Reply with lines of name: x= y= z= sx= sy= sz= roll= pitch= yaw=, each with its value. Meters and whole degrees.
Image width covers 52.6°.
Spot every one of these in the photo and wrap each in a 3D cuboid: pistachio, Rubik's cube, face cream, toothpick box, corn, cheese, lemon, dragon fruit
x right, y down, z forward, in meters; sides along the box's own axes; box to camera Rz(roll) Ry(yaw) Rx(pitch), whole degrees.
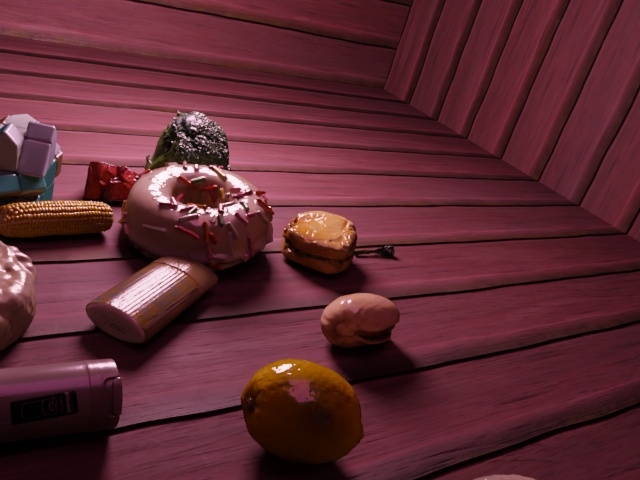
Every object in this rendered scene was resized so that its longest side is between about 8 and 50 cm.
pistachio: x=0.088 y=0.168 z=1.424 sx=0.200 sy=0.117 sz=0.145 roll=-8 pitch=30 yaw=-44
Rubik's cube: x=-0.724 y=-0.183 z=1.491 sx=0.224 sy=0.213 sz=0.265 roll=15 pitch=28 yaw=-9
face cream: x=-0.335 y=0.108 z=1.328 sx=0.139 sy=0.067 sz=0.285 roll=25 pitch=27 yaw=11
toothpick box: x=-0.401 y=0.240 z=0.974 sx=0.180 sy=0.111 sz=0.111 roll=1 pitch=30 yaw=-30
corn: x=-0.598 y=-0.050 z=1.460 sx=0.248 sy=0.081 sz=0.081 roll=-5 pitch=34 yaw=-38
cheese: x=-0.661 y=0.087 z=1.112 sx=0.326 sy=0.115 sz=0.318 roll=0 pitch=31 yaw=-30
lemon: x=-0.028 y=0.283 z=1.070 sx=0.207 sy=0.170 sz=0.170 roll=19 pitch=24 yaw=-15
dragon fruit: x=-0.523 y=-0.129 z=1.712 sx=0.192 sy=0.122 sz=0.092 roll=10 pitch=66 yaw=-24

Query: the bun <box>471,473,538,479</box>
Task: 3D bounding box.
bun: x=0.252 y=0.480 z=0.793 sx=0.365 sy=0.219 sz=0.365 roll=0 pitch=29 yaw=0

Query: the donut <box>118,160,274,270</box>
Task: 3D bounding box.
donut: x=-0.299 y=-0.072 z=1.588 sx=0.382 sy=0.142 sz=0.383 roll=8 pitch=30 yaw=-5

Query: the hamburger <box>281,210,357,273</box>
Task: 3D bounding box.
hamburger: x=0.002 y=0.000 z=1.714 sx=0.213 sy=0.108 sz=0.214 roll=14 pitch=24 yaw=-7

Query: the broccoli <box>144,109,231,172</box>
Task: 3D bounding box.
broccoli: x=-0.372 y=-0.235 z=1.846 sx=0.265 sy=0.245 sz=0.294 roll=64 pitch=9 yaw=-2

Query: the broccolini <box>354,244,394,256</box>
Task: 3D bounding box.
broccolini: x=0.154 y=0.036 z=1.847 sx=0.140 sy=0.030 sz=0.035 roll=-6 pitch=70 yaw=-32
